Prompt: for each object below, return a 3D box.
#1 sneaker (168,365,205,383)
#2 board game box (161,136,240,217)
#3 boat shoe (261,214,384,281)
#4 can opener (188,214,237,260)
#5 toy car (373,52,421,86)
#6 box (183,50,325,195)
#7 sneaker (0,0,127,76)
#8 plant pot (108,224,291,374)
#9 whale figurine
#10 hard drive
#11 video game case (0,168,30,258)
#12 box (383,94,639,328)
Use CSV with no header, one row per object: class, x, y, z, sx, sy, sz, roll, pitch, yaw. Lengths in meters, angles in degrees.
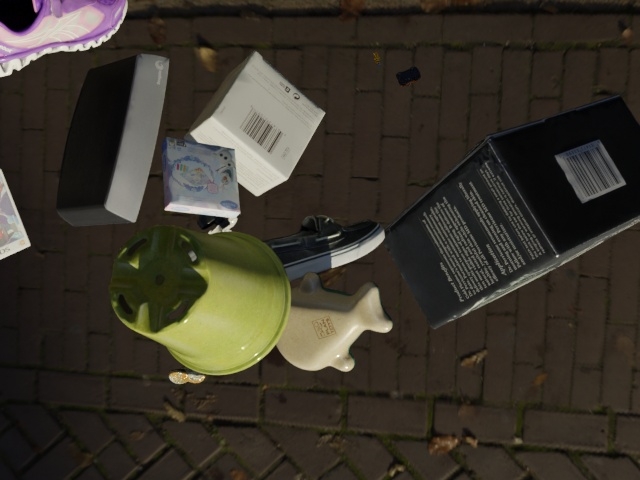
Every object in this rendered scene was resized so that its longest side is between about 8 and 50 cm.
sneaker,-0.278,0.271,1.502,0.032,0.083,0.037,-51,48,22
board game box,-0.144,-0.075,0.882,0.020,0.090,0.090,-38,52,51
boat shoe,0.000,0.000,1.603,0.335,0.121,0.119,-21,100,-33
can opener,-0.338,0.004,1.945,0.280,0.074,0.093,-40,79,-20
toy car,0.185,-0.414,1.763,0.060,0.040,0.122,-39,75,-6
box,-0.119,-0.213,1.355,0.181,0.119,0.181,39,58,-21
sneaker,-0.348,-0.298,0.942,0.236,0.104,0.095,-36,83,-31
plant pot,-0.222,0.089,1.274,0.276,0.254,0.275,-4,76,16
whale figurine,0.029,0.157,1.493,0.272,0.141,0.216,-23,91,33
hard drive,-0.313,-0.150,1.087,0.172,0.054,0.254,-1,74,39
video game case,-0.777,-0.040,1.661,0.023,0.183,0.201,12,123,43
box,0.487,-0.063,1.756,0.480,0.472,0.297,-20,77,-32
